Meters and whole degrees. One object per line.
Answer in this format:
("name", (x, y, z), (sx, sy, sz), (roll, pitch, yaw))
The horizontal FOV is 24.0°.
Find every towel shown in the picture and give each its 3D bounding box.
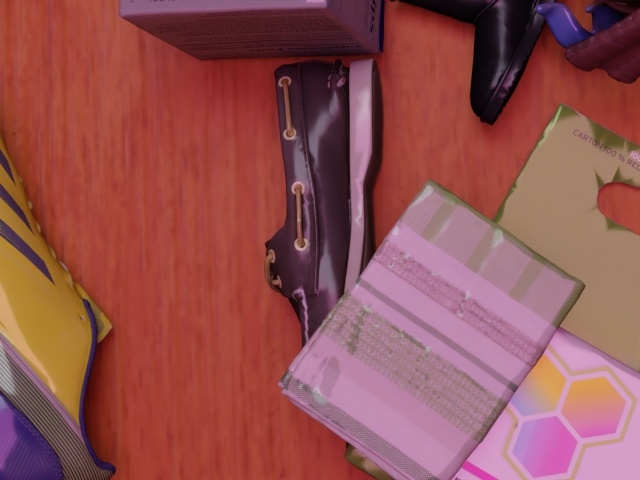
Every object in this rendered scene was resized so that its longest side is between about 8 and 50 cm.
("towel", (0.063, 0.056, 0.857), (0.113, 0.023, 0.152), (36, 89, 7))

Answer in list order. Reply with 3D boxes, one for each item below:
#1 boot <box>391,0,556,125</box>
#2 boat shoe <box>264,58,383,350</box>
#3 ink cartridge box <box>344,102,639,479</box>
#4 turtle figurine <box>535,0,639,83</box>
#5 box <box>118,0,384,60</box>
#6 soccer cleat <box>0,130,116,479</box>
("boot", (0.091, -0.143, 0.946), (0.099, 0.045, 0.121), (24, 83, 5))
("boat shoe", (0.000, 0.000, 0.934), (0.069, 0.081, 0.227), (1, 80, 9))
("ink cartridge box", (0.158, 0.064, 0.902), (0.189, 0.097, 0.255), (30, 91, 7))
("turtle figurine", (0.222, -0.234, 0.829), (0.275, 0.266, 0.197), (-34, 82, 1))
("box", (-0.036, -0.156, 0.905), (0.126, 0.137, 0.072), (0, 85, 16))
("soccer cleat", (-0.199, 0.030, 0.961), (0.121, 0.093, 0.289), (-7, 81, -25))
